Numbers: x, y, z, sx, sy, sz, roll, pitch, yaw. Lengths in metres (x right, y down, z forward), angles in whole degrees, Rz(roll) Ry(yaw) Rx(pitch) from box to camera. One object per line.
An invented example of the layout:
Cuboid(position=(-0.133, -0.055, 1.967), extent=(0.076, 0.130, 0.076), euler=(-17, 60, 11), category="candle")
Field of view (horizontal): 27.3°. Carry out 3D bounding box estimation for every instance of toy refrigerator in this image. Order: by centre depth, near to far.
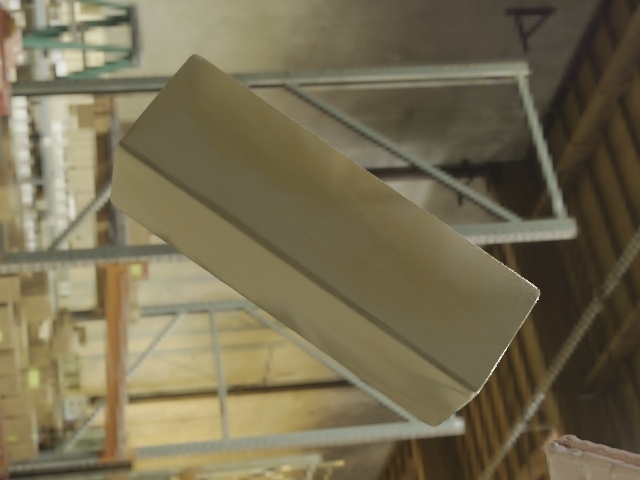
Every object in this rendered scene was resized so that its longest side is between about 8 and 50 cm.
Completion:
Cuboid(position=(0.000, 0.000, 0.863), extent=(0.094, 0.269, 0.102), euler=(-54, 176, -23), category="toy refrigerator")

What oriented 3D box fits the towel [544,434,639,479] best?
Cuboid(position=(0.322, 0.350, 1.128), extent=(0.317, 0.053, 0.332), euler=(2, -77, 61), category="towel")
